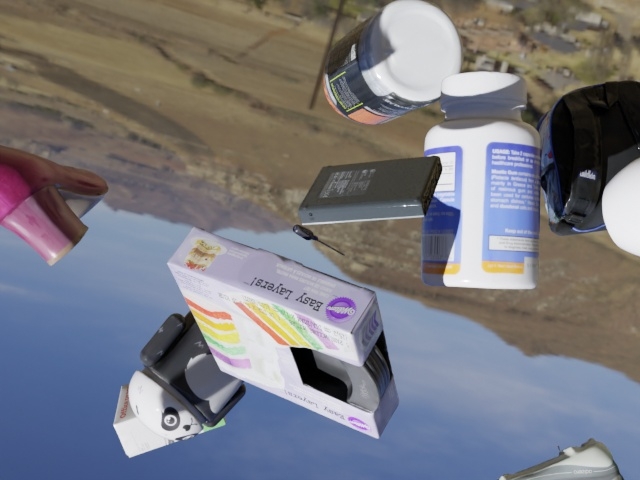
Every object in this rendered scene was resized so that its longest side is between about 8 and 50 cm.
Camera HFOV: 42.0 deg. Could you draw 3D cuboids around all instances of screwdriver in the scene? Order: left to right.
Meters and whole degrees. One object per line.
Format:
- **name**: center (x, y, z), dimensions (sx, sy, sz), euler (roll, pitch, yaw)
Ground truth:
- **screwdriver**: center (0.000, 0.000, 1.797), dimensions (0.024, 0.025, 0.170), euler (-30, 146, 28)

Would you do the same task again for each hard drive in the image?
- **hard drive**: center (0.054, -0.054, 0.878), dimensions (0.135, 0.022, 0.094), euler (-3, -146, 24)

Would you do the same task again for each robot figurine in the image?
- **robot figurine**: center (-0.231, 0.243, 1.569), dimensions (0.209, 0.278, 0.173), euler (42, 162, -2)

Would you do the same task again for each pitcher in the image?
- **pitcher**: center (0.410, -0.068, 0.906), dimensions (0.207, 0.125, 0.178), euler (-15, 116, 45)

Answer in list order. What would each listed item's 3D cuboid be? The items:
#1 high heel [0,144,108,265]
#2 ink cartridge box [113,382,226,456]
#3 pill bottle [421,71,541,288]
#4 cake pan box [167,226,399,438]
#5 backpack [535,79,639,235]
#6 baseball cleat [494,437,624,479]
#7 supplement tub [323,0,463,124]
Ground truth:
- **high heel**: center (-0.395, -0.090, 1.149), dimensions (0.181, 0.127, 0.377), euler (50, 175, -18)
- **ink cartridge box**: center (-0.317, 0.349, 1.773), dimensions (0.219, 0.093, 0.160), euler (-19, -158, 1)
- **pill bottle**: center (0.211, -0.074, 1.091), dimensions (0.152, 0.272, 0.152), euler (2, 178, 0)
- **cake pan box**: center (-0.034, 0.117, 1.016), dimensions (0.266, 0.070, 0.246), euler (19, 149, 25)
- **backpack**: center (0.518, -0.149, 1.525), dimensions (0.276, 0.263, 0.213), euler (-8, 178, -7)
- **baseball cleat**: center (0.257, 0.310, 0.970), dimensions (0.206, 0.109, 0.072), euler (-25, 159, 2)
- **supplement tub**: center (0.132, -0.351, 1.708), dimensions (0.207, 0.207, 0.338), euler (15, 175, -17)
